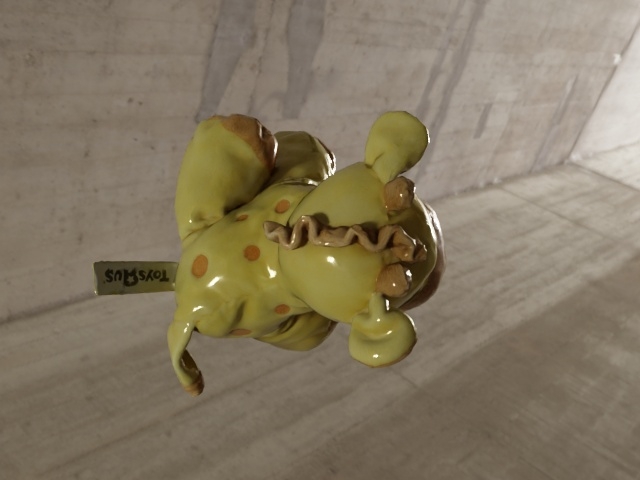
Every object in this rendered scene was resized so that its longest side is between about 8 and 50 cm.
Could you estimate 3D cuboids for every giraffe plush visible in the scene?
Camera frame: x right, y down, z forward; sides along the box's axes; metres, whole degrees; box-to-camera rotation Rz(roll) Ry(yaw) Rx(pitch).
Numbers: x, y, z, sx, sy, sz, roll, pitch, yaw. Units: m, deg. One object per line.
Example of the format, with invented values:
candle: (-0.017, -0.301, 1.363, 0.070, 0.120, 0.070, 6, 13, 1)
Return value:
giraffe plush: (0.000, 0.000, 0.421, 0.210, 0.171, 0.181, -26, -76, -51)
